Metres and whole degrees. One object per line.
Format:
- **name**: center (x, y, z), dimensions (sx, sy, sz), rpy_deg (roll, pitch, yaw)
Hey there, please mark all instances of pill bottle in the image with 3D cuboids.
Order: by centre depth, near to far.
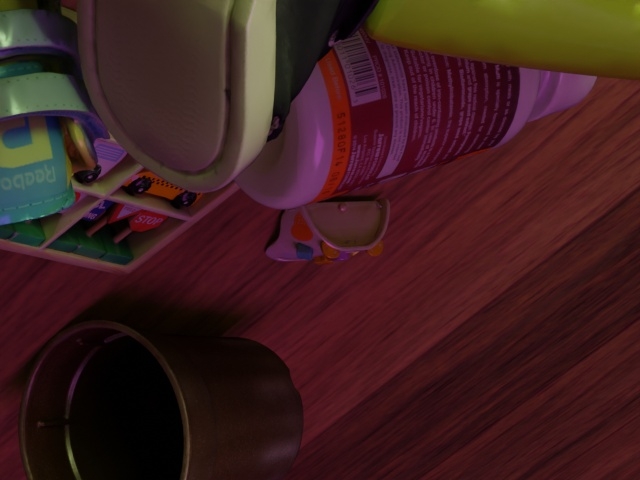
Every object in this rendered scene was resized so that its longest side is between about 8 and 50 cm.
- **pill bottle**: center (0.050, -0.101, 1.066), dimensions (0.221, 0.121, 0.121), rpy_deg (-17, 154, -31)

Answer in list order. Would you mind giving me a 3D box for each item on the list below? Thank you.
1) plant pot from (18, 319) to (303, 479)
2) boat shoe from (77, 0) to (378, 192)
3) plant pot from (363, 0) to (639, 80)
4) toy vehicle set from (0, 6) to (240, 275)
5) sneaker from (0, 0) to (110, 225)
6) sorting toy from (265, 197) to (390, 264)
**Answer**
- **plant pot**: center (-0.109, 0.137, 1.364), dimensions (0.167, 0.167, 0.165), rpy_deg (-41, 159, 30)
- **boat shoe**: center (-0.009, -0.168, 0.660), dimensions (0.113, 0.127, 0.340), rpy_deg (-39, 150, -39)
- **plant pot**: center (0.141, -0.216, 0.749), dimensions (0.227, 0.228, 0.207), rpy_deg (3, 150, -19)
- **toy vehicle set**: center (-0.150, -0.056, 1.082), dimensions (0.166, 0.035, 0.267), rpy_deg (-37, 152, 24)
- **sneaker**: center (-0.142, -0.129, 0.751), dimensions (0.127, 0.208, 0.319), rpy_deg (-13, 149, -24)
- **sorting toy**: center (0.000, 0.000, 1.330), dimensions (0.083, 0.045, 0.075), rpy_deg (-3, 166, -39)
